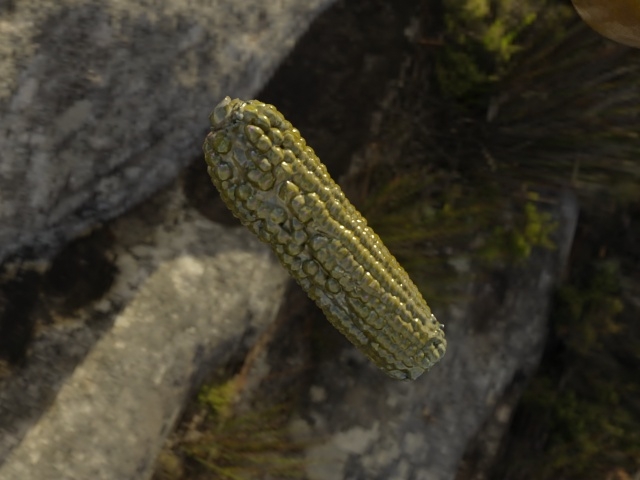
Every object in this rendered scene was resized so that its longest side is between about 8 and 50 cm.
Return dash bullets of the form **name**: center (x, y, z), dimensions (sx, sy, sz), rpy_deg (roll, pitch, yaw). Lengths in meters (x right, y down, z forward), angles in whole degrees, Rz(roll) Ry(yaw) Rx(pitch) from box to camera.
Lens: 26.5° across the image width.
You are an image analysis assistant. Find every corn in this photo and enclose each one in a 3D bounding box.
- **corn**: center (0.000, 0.000, 1.143), dimensions (0.086, 0.086, 0.288), rpy_deg (-45, 103, -26)

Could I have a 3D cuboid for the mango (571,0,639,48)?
- **mango**: center (0.341, -0.255, 1.332), dimensions (0.139, 0.254, 0.175), rpy_deg (-55, 129, -16)
